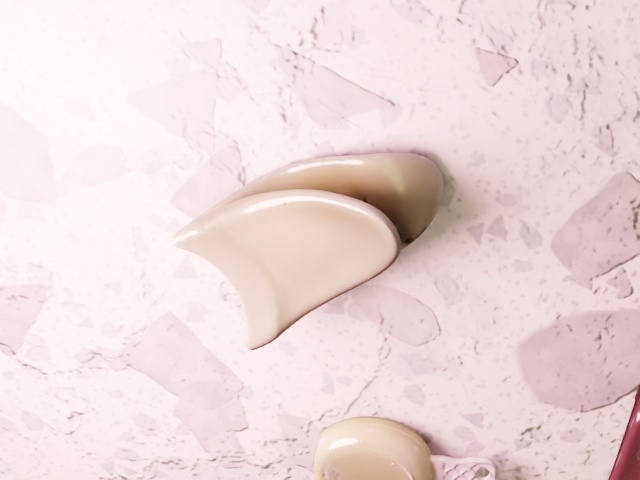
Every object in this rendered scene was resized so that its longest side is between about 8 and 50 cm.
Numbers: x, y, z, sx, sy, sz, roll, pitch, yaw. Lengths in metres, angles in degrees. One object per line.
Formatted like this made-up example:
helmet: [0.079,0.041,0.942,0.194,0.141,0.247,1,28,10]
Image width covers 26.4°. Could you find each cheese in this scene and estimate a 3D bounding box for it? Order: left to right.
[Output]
cheese: [0.105,0.283,1.692,0.227,0.064,0.137,1,123,11]

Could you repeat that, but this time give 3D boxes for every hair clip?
hair clip: [0.000,-0.008,1.517,0.282,0.113,0.172,-22,114,30]

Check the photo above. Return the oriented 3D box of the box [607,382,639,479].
box: [0.413,0.197,1.440,0.167,0.294,0.193,22,124,12]
